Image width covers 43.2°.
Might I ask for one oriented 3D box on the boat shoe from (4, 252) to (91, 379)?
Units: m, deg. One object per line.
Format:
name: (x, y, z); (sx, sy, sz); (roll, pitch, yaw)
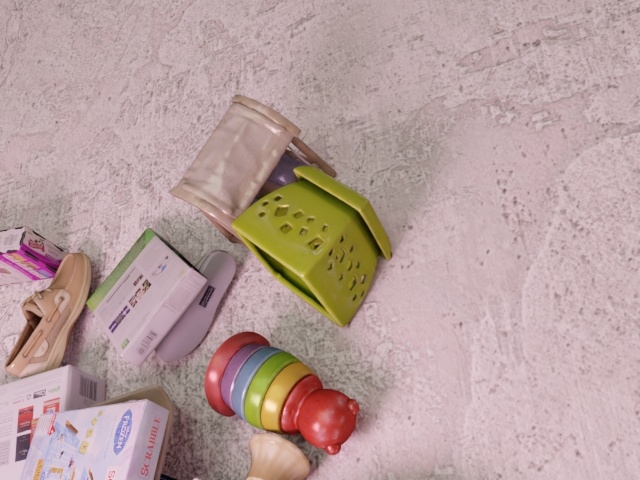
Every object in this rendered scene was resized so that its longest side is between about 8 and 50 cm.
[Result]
boat shoe: (-0.629, 0.163, 1.880); (0.121, 0.110, 0.341); (-25, 45, 40)

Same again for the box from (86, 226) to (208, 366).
box: (-0.388, 0.114, 1.777); (0.232, 0.058, 0.322); (-52, 34, -4)

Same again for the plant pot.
plant pot: (0.000, 0.000, 1.602); (0.227, 0.228, 0.207); (33, 75, 36)

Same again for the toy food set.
toy food set: (-0.414, 0.441, 1.563); (0.219, 0.092, 0.306); (-22, 41, 29)

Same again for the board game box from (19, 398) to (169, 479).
board game box: (-0.437, 0.463, 1.465); (0.318, 0.066, 0.319); (-14, 53, 35)

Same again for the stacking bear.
stacking bear: (-0.062, 0.296, 1.521); (0.289, 0.164, 0.175); (21, 76, 30)

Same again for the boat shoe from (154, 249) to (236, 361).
boat shoe: (-0.283, 0.136, 1.758); (0.088, 0.096, 0.268); (15, 77, 60)

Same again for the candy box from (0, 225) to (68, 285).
candy box: (-0.776, 0.042, 2.020); (0.233, 0.159, 0.071); (-9, 60, 23)

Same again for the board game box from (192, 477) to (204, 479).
board game box: (-0.273, 0.565, 1.460); (0.305, 0.193, 0.053); (-43, 53, 2)

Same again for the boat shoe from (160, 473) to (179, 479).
boat shoe: (-0.337, 0.491, 1.596); (0.258, 0.089, 0.109); (-6, 62, 26)

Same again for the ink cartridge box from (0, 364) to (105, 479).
ink cartridge box: (-0.633, 0.447, 1.749); (0.309, 0.130, 0.272); (-17, 58, 19)

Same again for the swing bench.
swing bench: (-0.137, -0.126, 1.713); (0.165, 0.254, 0.253); (25, 78, 35)

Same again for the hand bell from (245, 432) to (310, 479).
hand bell: (-0.123, 0.469, 1.409); (0.126, 0.126, 0.242); (2, 36, 28)
